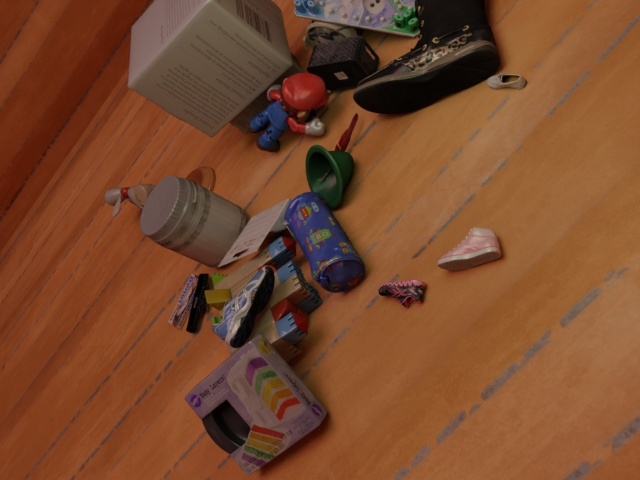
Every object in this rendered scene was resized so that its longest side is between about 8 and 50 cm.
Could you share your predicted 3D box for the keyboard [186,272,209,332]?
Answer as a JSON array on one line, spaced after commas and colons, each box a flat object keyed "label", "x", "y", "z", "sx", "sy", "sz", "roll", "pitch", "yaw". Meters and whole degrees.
[{"label": "keyboard", "x": -0.376, "y": 0.200, "z": 1.768, "sx": 0.100, "sy": 0.038, "sz": 0.191, "roll": -5, "pitch": 72, "yaw": 62}]

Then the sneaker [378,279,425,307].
[{"label": "sneaker", "x": 0.177, "y": 0.120, "z": 1.237, "sx": 0.119, "sy": 0.047, "sz": 0.057, "roll": -12, "pitch": 71, "yaw": 43}]

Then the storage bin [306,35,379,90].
[{"label": "storage bin", "x": 0.066, "y": -0.516, "z": 1.641, "sx": 0.180, "sy": 0.122, "sz": 0.084, "roll": 4, "pitch": 70, "yaw": 38}]

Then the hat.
[{"label": "hat", "x": 0.077, "y": -0.208, "z": 1.541, "sx": 0.173, "sy": 0.184, "sz": 0.208, "roll": 38, "pitch": 140, "yaw": 43}]

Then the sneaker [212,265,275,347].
[{"label": "sneaker", "x": -0.181, "y": 0.146, "z": 1.329, "sx": 0.081, "sy": 0.080, "sz": 0.211, "roll": 19, "pitch": 66, "yaw": 27}]

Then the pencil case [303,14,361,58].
[{"label": "pencil case", "x": 0.083, "y": -0.775, "z": 1.756, "sx": 0.184, "sy": 0.160, "sz": 0.409, "roll": 15, "pitch": 78, "yaw": 29}]

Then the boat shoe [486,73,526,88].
[{"label": "boat shoe", "x": 0.417, "y": -0.365, "z": 1.272, "sx": 0.100, "sy": 0.035, "sz": 0.035, "roll": 27, "pitch": 89, "yaw": 50}]

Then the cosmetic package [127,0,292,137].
[{"label": "cosmetic package", "x": -0.354, "y": -0.614, "z": 1.766, "sx": 0.394, "sy": 0.330, "sz": 0.327, "roll": -33, "pitch": 49, "yaw": 27}]

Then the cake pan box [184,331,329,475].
[{"label": "cake pan box", "x": -0.156, "y": 0.382, "z": 1.295, "sx": 0.267, "sy": 0.070, "sz": 0.245, "roll": -41, "pitch": 85, "yaw": 23}]

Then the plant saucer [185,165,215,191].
[{"label": "plant saucer", "x": -0.469, "y": -0.191, "z": 2.087, "sx": 0.200, "sy": 0.037, "sz": 0.199, "roll": -24, "pitch": 53, "yaw": 36}]

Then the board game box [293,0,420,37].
[{"label": "board game box", "x": 0.157, "y": -0.804, "z": 1.635, "sx": 0.390, "sy": 0.050, "sz": 0.389, "roll": 17, "pitch": 79, "yaw": 17}]

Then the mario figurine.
[{"label": "mario figurine", "x": -0.081, "y": -0.400, "z": 1.730, "sx": 0.321, "sy": 0.198, "sz": 0.170, "roll": -30, "pitch": 30, "yaw": 47}]

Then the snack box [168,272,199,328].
[{"label": "snack box", "x": -0.442, "y": 0.199, "z": 1.841, "sx": 0.064, "sy": 0.022, "sz": 0.178, "roll": 19, "pitch": 82, "yaw": 49}]

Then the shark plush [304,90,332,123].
[{"label": "shark plush", "x": -0.006, "y": -0.446, "z": 1.768, "sx": 0.067, "sy": 0.073, "sz": 0.161, "roll": -145, "pitch": 64, "yaw": -69}]

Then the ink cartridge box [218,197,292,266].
[{"label": "ink cartridge box", "x": -0.174, "y": -0.008, "z": 1.592, "sx": 0.181, "sy": 0.056, "sz": 0.224, "roll": -22, "pitch": 31, "yaw": 41}]

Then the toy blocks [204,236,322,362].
[{"label": "toy blocks", "x": -0.123, "y": 0.166, "z": 1.438, "sx": 0.261, "sy": 0.191, "sz": 0.381, "roll": -36, "pitch": 45, "yaw": 11}]

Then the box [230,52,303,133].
[{"label": "box", "x": -0.225, "y": -0.544, "z": 1.957, "sx": 0.311, "sy": 0.148, "sz": 0.121, "roll": -42, "pitch": 43, "yaw": 19}]

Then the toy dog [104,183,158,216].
[{"label": "toy dog", "x": -0.715, "y": -0.141, "z": 2.223, "sx": 0.334, "sy": 0.220, "sz": 0.160, "roll": 3, "pitch": 102, "yaw": 55}]

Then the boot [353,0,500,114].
[{"label": "boot", "x": 0.262, "y": -0.497, "z": 1.429, "sx": 0.378, "sy": 0.138, "sz": 0.284, "roll": -14, "pitch": 59, "yaw": 36}]

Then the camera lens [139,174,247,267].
[{"label": "camera lens", "x": -0.384, "y": -0.055, "z": 1.734, "sx": 0.220, "sy": 0.274, "sz": 0.219, "roll": -24, "pitch": 52, "yaw": 35}]

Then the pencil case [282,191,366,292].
[{"label": "pencil case", "x": 0.000, "y": 0.000, "z": 1.420, "sx": 0.133, "sy": 0.119, "sz": 0.306, "roll": -23, "pitch": 44, "yaw": -8}]

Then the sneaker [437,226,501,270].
[{"label": "sneaker", "x": 0.305, "y": 0.016, "z": 1.156, "sx": 0.134, "sy": 0.051, "sz": 0.070, "roll": -20, "pitch": 53, "yaw": 34}]
